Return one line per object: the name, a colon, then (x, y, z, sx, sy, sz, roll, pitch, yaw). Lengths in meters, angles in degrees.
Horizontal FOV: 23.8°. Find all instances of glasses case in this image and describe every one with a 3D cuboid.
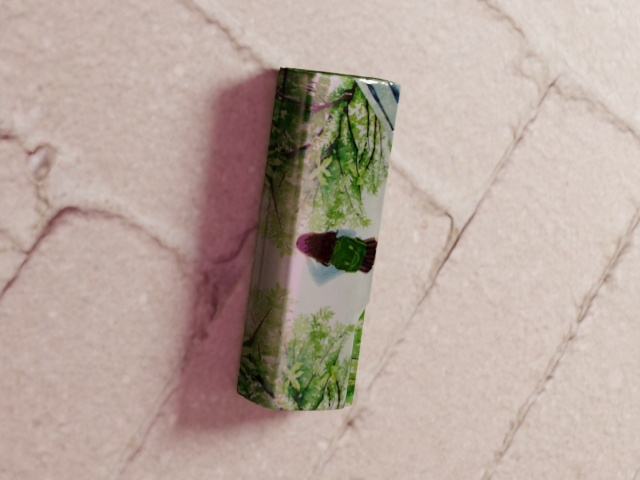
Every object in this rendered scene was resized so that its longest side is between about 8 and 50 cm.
glasses case: (0.000, 0.000, 1.235, 0.095, 0.062, 0.272, 3, 99, -31)
